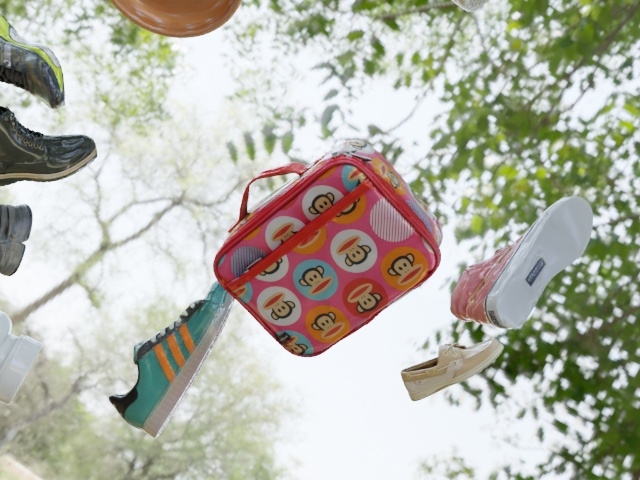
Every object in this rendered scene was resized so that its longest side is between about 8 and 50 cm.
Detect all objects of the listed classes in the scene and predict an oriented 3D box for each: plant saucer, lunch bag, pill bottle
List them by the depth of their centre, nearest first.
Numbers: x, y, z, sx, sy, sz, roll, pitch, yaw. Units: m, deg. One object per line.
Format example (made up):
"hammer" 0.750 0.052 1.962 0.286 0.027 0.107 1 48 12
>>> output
"pill bottle" -0.465 0.123 1.128 0.208 0.117 0.117 29 -19 -12
"plant saucer" -0.186 -0.352 1.129 0.200 0.037 0.200 5 -51 7
"lunch bag" 0.000 0.000 1.269 0.293 0.120 0.258 -38 -77 23

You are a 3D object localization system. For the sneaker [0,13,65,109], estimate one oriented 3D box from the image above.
"sneaker" -0.593 -0.326 1.685 0.300 0.121 0.111 34 -42 21

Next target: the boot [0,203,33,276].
"boot" -0.789 0.059 2.038 0.118 0.338 0.222 33 8 35

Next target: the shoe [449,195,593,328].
"shoe" 0.208 0.019 0.944 0.063 0.178 0.081 51 -24 -21

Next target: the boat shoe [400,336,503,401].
"boat shoe" 0.197 0.187 1.381 0.059 0.170 0.063 58 19 -2

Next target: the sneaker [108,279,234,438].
"sneaker" -0.256 0.185 1.561 0.121 0.302 0.108 31 -7 1

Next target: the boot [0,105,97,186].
"boot" -0.434 -0.154 1.347 0.077 0.198 0.137 56 -29 31

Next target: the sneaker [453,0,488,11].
"sneaker" 0.265 -0.478 1.359 0.161 0.282 0.102 46 -18 28
